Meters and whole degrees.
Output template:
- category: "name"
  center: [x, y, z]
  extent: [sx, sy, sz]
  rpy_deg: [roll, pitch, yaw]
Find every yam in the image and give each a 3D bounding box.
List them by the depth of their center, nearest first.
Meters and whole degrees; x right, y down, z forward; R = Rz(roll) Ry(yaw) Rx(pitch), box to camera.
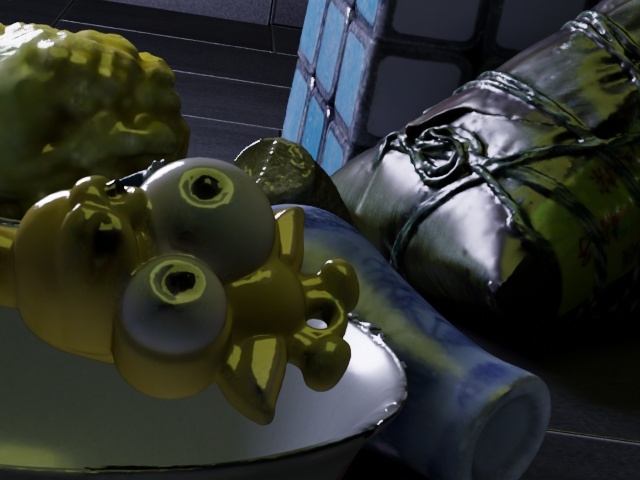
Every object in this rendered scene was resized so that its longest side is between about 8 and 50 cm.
- category: "yam"
  center: [0.000, 0.000, 1.315]
  extent: [0.061, 0.061, 0.274]
  rpy_deg: [14, -16, 19]

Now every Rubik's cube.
- category: "Rubik's cube"
  center: [0.151, -0.164, 1.780]
  extent: [0.304, 0.301, 0.305]
  rpy_deg: [8, 18, -12]

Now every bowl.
- category: "bowl"
  center: [-0.142, 0.105, 0.806]
  extent: [0.346, 0.157, 0.345]
  rpy_deg: [9, 13, -2]

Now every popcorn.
- category: "popcorn"
  center: [-0.254, -0.093, 1.558]
  extent: [0.286, 0.173, 0.225]
  rpy_deg: [-2, -1, -5]

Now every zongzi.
- category: "zongzi"
  center: [0.234, -0.012, 1.565]
  extent: [0.383, 0.362, 0.319]
  rpy_deg: [-35, 30, -12]

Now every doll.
- category: "doll"
  center: [-0.128, 0.006, 0.719]
  extent: [0.291, 0.086, 0.117]
  rpy_deg: [11, 54, 1]

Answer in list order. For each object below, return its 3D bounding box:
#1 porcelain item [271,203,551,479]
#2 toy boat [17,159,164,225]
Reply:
- category: "porcelain item"
  center: [0.016, 0.067, 1.141]
  extent: [0.259, 0.141, 0.141]
  rpy_deg: [29, 22, 31]
- category: "toy boat"
  center: [-0.123, 0.025, 1.105]
  extent: [0.220, 0.067, 0.291]
  rpy_deg: [-40, 24, -26]
